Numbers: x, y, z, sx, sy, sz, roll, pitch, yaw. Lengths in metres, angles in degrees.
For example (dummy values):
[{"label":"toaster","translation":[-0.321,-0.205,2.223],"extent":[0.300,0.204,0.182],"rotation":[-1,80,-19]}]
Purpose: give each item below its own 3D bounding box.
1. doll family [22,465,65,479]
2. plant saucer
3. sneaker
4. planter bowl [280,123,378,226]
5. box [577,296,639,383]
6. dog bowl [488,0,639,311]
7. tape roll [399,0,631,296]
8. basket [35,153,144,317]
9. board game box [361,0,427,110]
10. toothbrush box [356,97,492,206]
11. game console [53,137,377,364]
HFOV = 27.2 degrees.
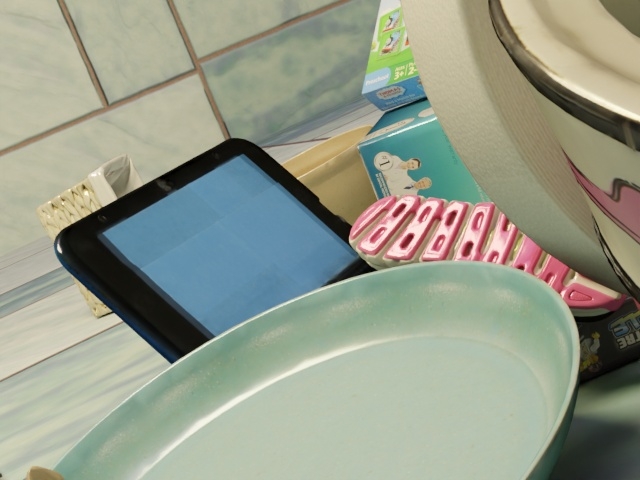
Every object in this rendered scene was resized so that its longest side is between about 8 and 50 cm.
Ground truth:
[{"label":"doll family","translation":[-0.150,0.175,0.523],"extent":[0.111,0.076,0.193],"rotation":[-33,24,23]},{"label":"plant saucer","translation":[-0.018,0.116,0.636],"extent":[0.317,0.043,0.317],"rotation":[-25,20,10]},{"label":"sneaker","translation":[0.101,0.020,0.758],"extent":[0.170,0.075,0.063],"rotation":[10,61,35]},{"label":"planter bowl","translation":[0.006,-0.029,1.295],"extent":[0.162,0.109,0.162],"rotation":[-27,11,6]},{"label":"box","translation":[0.185,0.034,0.789],"extent":[0.207,0.036,0.114],"rotation":[-23,10,-3]},{"label":"dog bowl","translation":[0.272,-0.061,0.459],"extent":[0.408,0.150,0.408],"rotation":[-12,31,7]},{"label":"tape roll","translation":[0.227,-0.153,0.669],"extent":[0.392,0.392,0.072],"rotation":[-25,10,-15]},{"label":"basket","translation":[-0.253,-0.004,1.596],"extent":[0.103,0.167,0.113],"rotation":[-25,9,14]},{"label":"board game box","translation":[0.126,-0.240,1.272],"extent":[0.160,0.039,0.211],"rotation":[-14,53,42]},{"label":"toothbrush box","translation":[0.201,-0.099,1.200],"extent":[0.295,0.126,0.216],"rotation":[-21,9,13]},{"label":"game console","translation":[0.000,0.000,0.985],"extent":[0.250,0.173,0.293],"rotation":[-17,12,31]}]
